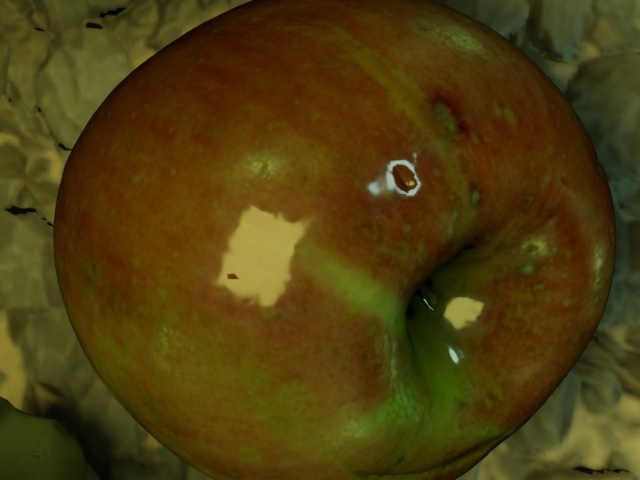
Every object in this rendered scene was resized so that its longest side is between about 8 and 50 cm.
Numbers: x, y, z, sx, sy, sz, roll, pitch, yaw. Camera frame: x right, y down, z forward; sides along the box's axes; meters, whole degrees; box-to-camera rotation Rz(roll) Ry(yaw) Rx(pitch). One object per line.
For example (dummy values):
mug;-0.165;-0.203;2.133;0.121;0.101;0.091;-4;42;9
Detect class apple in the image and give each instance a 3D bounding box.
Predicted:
apple;0.000;0.000;0.676;0.196;0.196;0.196;3;97;27

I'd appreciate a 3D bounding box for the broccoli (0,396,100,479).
broccoli;-0.181;0.200;0.756;0.293;0.281;0.348;-6;133;36
